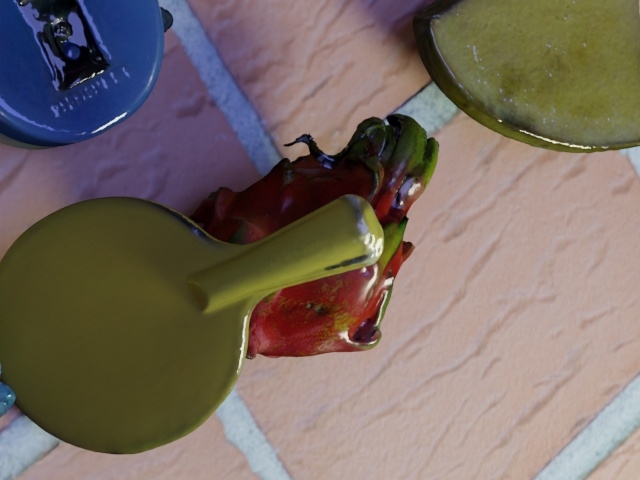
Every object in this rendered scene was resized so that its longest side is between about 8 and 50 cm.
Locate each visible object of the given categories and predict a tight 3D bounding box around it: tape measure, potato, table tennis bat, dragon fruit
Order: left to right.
[{"bbox_3d":[-0.293,-0.159,1.653,0.351,0.098,0.215,-32,103,-27],"label":"tape measure"},{"bbox_3d":[-0.117,0.048,1.652,0.369,0.054,0.224,-23,98,14],"label":"table tennis bat"},{"bbox_3d":[-0.017,-0.011,1.777,0.200,0.198,0.269,16,68,14],"label":"dragon fruit"},{"bbox_3d":[0.192,-0.213,1.944,0.255,0.112,0.269,-6,88,-28],"label":"potato"}]

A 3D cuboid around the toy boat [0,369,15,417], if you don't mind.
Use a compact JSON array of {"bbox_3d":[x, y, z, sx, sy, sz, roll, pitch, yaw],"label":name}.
[{"bbox_3d":[-0.367,0.118,1.608,0.215,0.088,0.102,-9,58,-31],"label":"toy boat"}]
